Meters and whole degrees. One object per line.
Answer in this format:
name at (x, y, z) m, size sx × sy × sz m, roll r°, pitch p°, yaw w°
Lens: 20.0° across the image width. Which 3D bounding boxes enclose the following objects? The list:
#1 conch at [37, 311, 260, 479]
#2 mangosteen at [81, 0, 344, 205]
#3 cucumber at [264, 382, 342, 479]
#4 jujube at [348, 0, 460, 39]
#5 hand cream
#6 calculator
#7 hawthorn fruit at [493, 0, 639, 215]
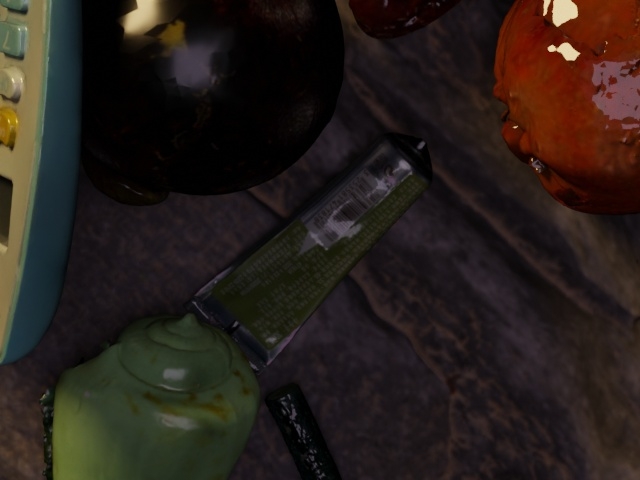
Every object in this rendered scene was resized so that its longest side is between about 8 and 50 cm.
conch at (-0.149, 0.167, 1.445) m, size 0.143 × 0.137 × 0.250 m, roll 18°, pitch 118°, yaw -36°
mangosteen at (-0.102, -0.123, 1.356) m, size 0.228 × 0.228 × 0.265 m, roll 23°, pitch 132°, yaw -10°
cucumber at (-0.005, 0.183, 1.495) m, size 0.032 × 0.032 × 0.133 m, roll -25°, pitch 100°, yaw -3°
jujube at (0.079, -0.210, 1.423) m, size 0.129 × 0.077 × 0.077 m, roll -40°, pitch 102°, yaw 6°
hand cream at (0.000, 0.000, 1.464) m, size 0.086 × 0.055 × 0.235 m, roll 44°, pitch 99°, yaw -9°
calculator at (-0.239, -0.121, 1.314) m, size 0.054 × 0.256 × 0.386 m, roll -4°, pitch 104°, yaw -31°
hawthorn fruit at (0.271, -0.137, 1.402) m, size 0.299 × 0.211 × 0.211 m, roll -17°, pitch 101°, yaw -17°
